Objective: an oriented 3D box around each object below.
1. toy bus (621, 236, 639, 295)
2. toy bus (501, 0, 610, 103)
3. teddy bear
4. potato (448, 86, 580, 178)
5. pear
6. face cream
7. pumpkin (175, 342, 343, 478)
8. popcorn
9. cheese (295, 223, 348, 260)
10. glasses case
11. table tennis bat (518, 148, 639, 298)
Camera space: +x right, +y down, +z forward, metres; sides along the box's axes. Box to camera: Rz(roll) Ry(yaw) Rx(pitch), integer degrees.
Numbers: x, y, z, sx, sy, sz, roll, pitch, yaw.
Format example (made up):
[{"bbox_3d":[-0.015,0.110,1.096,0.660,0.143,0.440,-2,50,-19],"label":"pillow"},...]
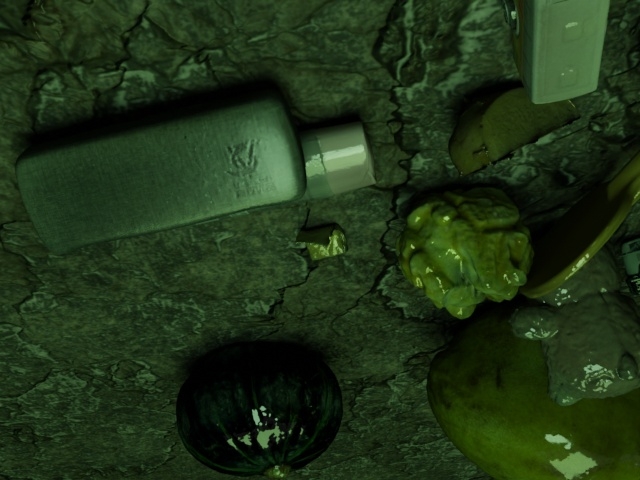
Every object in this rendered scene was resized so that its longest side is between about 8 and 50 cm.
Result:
[{"bbox_3d":[0.582,0.020,1.303,0.194,0.089,0.087,-20,149,20],"label":"toy bus"},{"bbox_3d":[0.222,-0.243,0.757,0.092,0.106,0.268,-13,149,6],"label":"toy bus"},{"bbox_3d":[0.395,0.112,1.241,0.236,0.267,0.151,-8,153,-25],"label":"teddy bear"},{"bbox_3d":[0.214,-0.144,0.974,0.172,0.089,0.100,-29,-178,-27],"label":"potato"},{"bbox_3d":[0.402,0.280,1.435,0.413,0.352,0.352,17,157,21],"label":"pear"},{"bbox_3d":[-0.067,-0.078,1.004,0.269,0.073,0.107,-12,153,8],"label":"face cream"},{"bbox_3d":[-0.109,0.335,1.539,0.315,0.238,0.315,-9,147,-6],"label":"pumpkin"},{"bbox_3d":[0.200,0.018,1.136,0.188,0.167,0.185,-12,155,15],"label":"popcorn"},{"bbox_3d":[0.000,-0.001,1.182,0.060,0.041,0.084,-10,166,19],"label":"cheese"},{"bbox_3d":[-0.180,-0.078,0.925,0.323,0.074,0.131,-12,111,8],"label":"glasses case"},{"bbox_3d":[0.381,-0.043,1.094,0.050,0.198,0.321,41,112,-2],"label":"table tennis bat"}]
